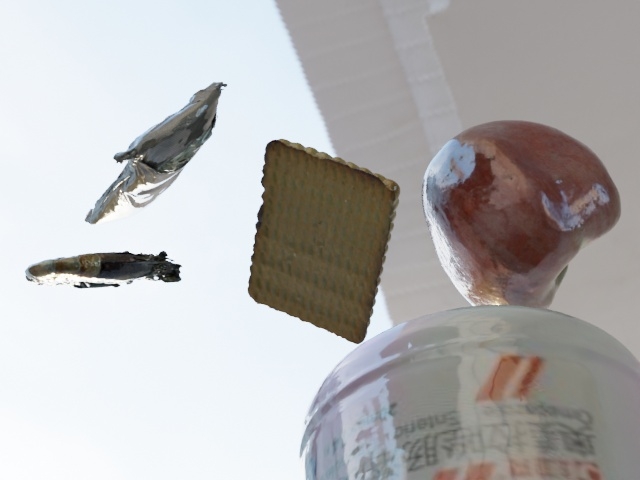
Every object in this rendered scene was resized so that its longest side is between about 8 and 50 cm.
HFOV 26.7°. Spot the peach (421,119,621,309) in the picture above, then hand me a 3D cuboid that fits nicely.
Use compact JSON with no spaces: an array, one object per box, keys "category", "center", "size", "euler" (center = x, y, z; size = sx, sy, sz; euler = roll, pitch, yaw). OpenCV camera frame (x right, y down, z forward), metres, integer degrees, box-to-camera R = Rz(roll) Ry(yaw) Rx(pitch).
[{"category":"peach","center":[0.147,-0.025,1.046],"size":[0.152,0.152,0.152],"euler":[6,-58,10]}]

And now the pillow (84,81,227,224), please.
[{"category":"pillow","center":[-0.193,-0.093,1.621],"size":[0.059,0.169,0.255],"euler":[47,-28,-2]}]

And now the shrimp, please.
[{"category":"shrimp","center":[-0.224,0.030,1.384],"size":[0.161,0.034,0.091],"euler":[0,-11,-24]}]

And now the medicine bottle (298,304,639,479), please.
[{"category":"medicine bottle","center":[0.112,0.218,0.812],"size":[0.241,0.302,0.241],"euler":[-3,-42,-2]}]

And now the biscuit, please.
[{"category":"biscuit","center":[0.000,0.000,1.648],"size":[0.172,0.029,0.254],"euler":[22,-51,15]}]
